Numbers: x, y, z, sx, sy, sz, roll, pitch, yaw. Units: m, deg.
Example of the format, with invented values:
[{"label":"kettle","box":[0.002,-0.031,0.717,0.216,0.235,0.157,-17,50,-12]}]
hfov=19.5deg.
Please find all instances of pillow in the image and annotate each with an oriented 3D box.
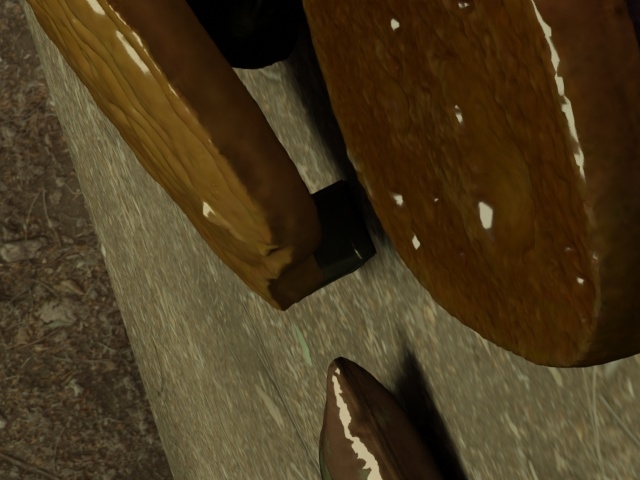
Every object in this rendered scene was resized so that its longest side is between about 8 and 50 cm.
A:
[{"label":"pillow","box":[0.057,0.211,1.420,0.236,0.084,0.223,97,148,-71]}]

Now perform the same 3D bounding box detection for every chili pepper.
[{"label":"chili pepper","box":[-0.099,-0.194,1.341,0.264,0.116,0.148,-129,18,-57]}]

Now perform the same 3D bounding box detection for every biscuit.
[{"label":"biscuit","box":[-0.132,-0.126,1.230,0.385,0.062,0.365,52,173,14]},{"label":"biscuit","box":[0.068,-0.097,0.899,0.367,0.063,0.314,-149,42,-72]}]

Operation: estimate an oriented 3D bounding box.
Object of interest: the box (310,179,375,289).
[{"label":"box","box":[0.000,0.000,1.381,0.063,0.060,0.085,63,166,6]}]
